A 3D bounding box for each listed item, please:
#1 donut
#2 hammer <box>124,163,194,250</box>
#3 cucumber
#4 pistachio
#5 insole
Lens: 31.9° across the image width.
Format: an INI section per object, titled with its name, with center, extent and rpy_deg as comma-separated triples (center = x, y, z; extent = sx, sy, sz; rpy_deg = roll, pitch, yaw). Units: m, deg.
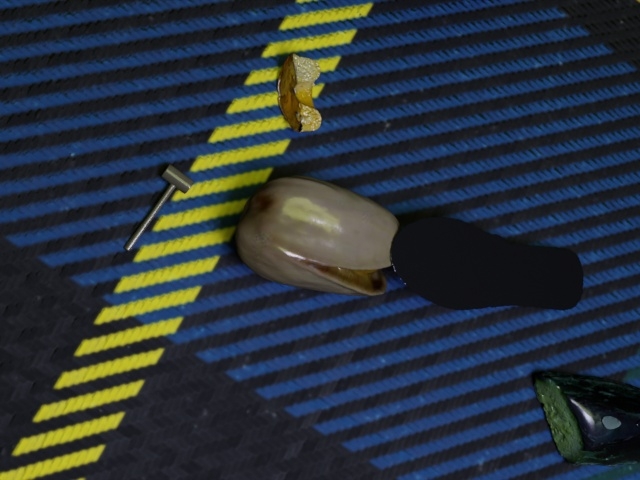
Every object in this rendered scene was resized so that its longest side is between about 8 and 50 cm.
[donut]
center = -0.019, -0.171, 1.329
extent = 0.038, 0.067, 0.083
rpy_deg = -2, 51, -35
[hammer]
center = -0.191, -0.034, 1.285
extent = 0.035, 0.019, 0.110
rpy_deg = 37, 80, -12
[cucumber]
center = 0.365, 0.230, 1.416
extent = 0.193, 0.086, 0.115
rpy_deg = 9, 80, -24
[pistachio]
center = 0.000, 0.000, 1.285
extent = 0.206, 0.131, 0.129
rpy_deg = 16, 123, -20
[insole]
center = 0.210, 0.035, 1.368
extent = 0.322, 0.007, 0.109
rpy_deg = 8, 83, -35
